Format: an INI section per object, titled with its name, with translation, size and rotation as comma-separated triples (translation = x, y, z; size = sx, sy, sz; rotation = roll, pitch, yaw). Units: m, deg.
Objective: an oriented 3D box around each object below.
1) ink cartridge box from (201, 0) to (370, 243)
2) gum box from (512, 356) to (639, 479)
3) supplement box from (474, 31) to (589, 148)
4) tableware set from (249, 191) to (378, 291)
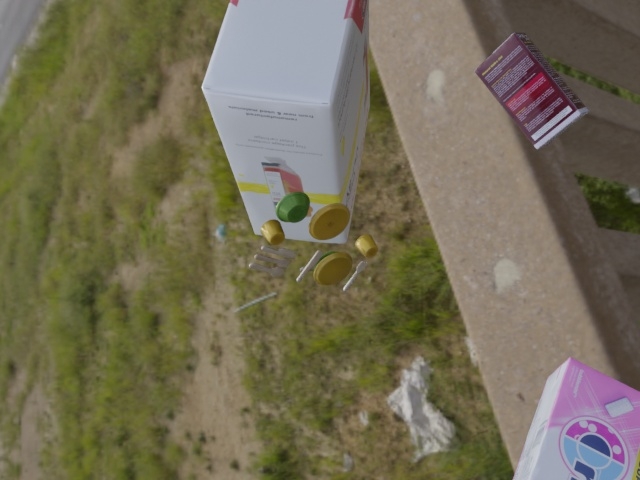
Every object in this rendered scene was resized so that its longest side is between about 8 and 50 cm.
[ink cartridge box]
translation = -0.023, -0.201, 1.018
size = 0.384, 0.161, 0.279
rotation = 81, -162, -65
[gum box]
translation = 0.258, 0.225, 0.696
size = 0.107, 0.188, 0.062
rotation = 27, 148, 9
[supplement box]
translation = 0.481, -0.343, 1.615
size = 0.130, 0.073, 0.239
rotation = -42, 78, 37
[tableware set]
translation = 0.000, 0.000, 0.754
size = 0.104, 0.154, 0.024
rotation = -55, 44, 21
